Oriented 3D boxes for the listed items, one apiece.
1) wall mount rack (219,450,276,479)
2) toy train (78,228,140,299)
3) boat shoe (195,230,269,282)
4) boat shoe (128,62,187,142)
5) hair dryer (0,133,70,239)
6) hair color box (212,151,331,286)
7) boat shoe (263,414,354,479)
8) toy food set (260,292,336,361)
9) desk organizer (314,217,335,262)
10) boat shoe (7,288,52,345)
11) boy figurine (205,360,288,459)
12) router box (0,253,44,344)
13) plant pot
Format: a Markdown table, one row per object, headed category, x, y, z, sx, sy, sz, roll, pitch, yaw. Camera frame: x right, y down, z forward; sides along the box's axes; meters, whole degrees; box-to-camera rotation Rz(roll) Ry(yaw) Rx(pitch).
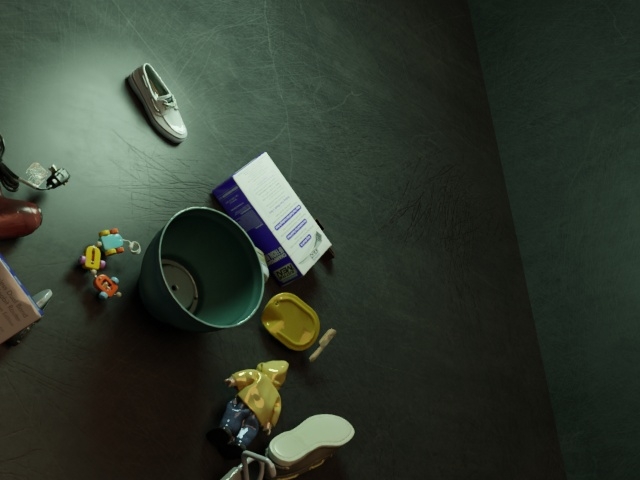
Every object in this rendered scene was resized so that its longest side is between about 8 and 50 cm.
| category | x | y | z | sx | sy | sz | roll | pitch | yaw |
| --- | --- | --- | --- | --- | --- | --- | --- | --- | --- |
| wall mount rack | -0.186 | 0.654 | 1.579 | 0.350 | 0.130 | 0.304 | -33 | 126 | -49 |
| toy train | -0.490 | 0.054 | 1.642 | 0.125 | 0.046 | 0.166 | 43 | 47 | -24 |
| boat shoe | -0.257 | 0.023 | 1.879 | 0.302 | 0.109 | 0.094 | 38 | 29 | -38 |
| boat shoe | -0.427 | -0.367 | 1.915 | 0.226 | 0.075 | 0.083 | 52 | 41 | -12 |
| hair dryer | -0.690 | -0.096 | 1.510 | 0.223 | 0.080 | 0.294 | 30 | 42 | -13 |
| hair color box | -0.134 | -0.061 | 2.036 | 0.339 | 0.110 | 0.185 | 54 | 39 | -8 |
| boat shoe | -0.031 | 0.530 | 1.831 | 0.109 | 0.091 | 0.305 | 38 | 26 | 31 |
| toy food set | -0.077 | 0.235 | 1.972 | 0.218 | 0.071 | 0.128 | 42 | 68 | -20 |
| desk organizer | 0.000 | 0.000 | 2.187 | 0.130 | 0.050 | 0.047 | 53 | 41 | -11 |
| boat shoe | -0.599 | 0.158 | 1.471 | 0.040 | 0.049 | 0.142 | 64 | 37 | -28 |
| boy figurine | -0.170 | 0.390 | 1.760 | 0.177 | 0.092 | 0.285 | 49 | 41 | -15 |
| router box | -0.711 | 0.083 | 1.244 | 0.301 | 0.082 | 0.336 | -36 | 97 | -16 |
| plant pot | -0.307 | 0.091 | 1.695 | 0.293 | 0.196 | 0.293 | 24 | 54 | -37 |
